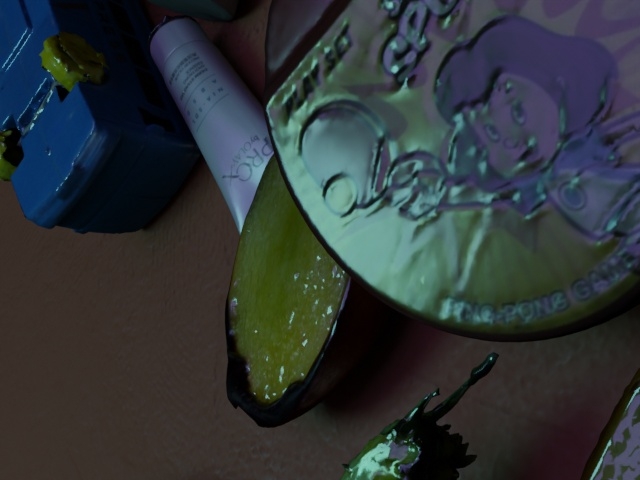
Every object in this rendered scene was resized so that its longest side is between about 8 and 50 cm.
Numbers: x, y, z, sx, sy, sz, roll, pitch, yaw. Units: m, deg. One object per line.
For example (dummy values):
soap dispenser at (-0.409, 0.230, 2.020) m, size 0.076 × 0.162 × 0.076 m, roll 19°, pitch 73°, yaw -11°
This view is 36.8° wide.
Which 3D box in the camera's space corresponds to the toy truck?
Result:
toy truck at (-0.253, -0.180, 0.979) m, size 0.161 × 0.162 × 0.385 m, roll -48°, pitch 49°, yaw 26°

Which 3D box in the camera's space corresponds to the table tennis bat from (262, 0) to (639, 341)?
table tennis bat at (0.052, -0.131, 0.551) m, size 0.268 × 0.051 × 0.415 m, roll -47°, pitch 66°, yaw 29°

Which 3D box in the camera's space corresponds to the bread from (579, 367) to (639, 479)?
bread at (0.167, 0.147, 0.410) m, size 0.110 × 0.184 × 0.234 m, roll 31°, pitch 101°, yaw 41°

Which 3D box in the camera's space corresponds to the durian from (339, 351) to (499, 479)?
durian at (0.039, 0.237, 0.574) m, size 0.132 × 0.106 × 0.375 m, roll 22°, pitch 96°, yaw 50°

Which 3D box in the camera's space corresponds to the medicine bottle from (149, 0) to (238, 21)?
medicine bottle at (-0.107, -0.301, 0.902) m, size 0.105 × 0.105 × 0.168 m, roll 14°, pitch 88°, yaw 48°

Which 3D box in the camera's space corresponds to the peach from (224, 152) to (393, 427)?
peach at (0.003, 0.002, 0.718) m, size 0.189 × 0.068 × 0.279 m, roll 28°, pitch 101°, yaw 56°

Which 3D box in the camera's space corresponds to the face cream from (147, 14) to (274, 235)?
face cream at (-0.086, -0.108, 0.860) m, size 0.092 × 0.058 × 0.244 m, roll -48°, pitch 54°, yaw 20°
